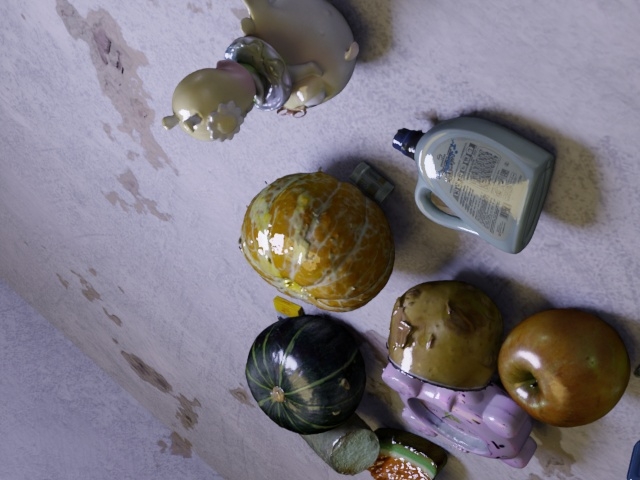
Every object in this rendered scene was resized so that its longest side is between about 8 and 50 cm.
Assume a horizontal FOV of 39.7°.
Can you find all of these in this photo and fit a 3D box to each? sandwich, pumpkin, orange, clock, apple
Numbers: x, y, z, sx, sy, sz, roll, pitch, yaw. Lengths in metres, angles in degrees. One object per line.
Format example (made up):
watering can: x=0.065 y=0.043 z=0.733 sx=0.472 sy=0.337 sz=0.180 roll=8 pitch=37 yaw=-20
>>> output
sandwich: x=0.244 y=0.667 z=2.401 sx=0.250 sy=0.162 sz=0.301 roll=3 pitch=91 yaw=41
pumpkin: x=-0.038 y=0.340 z=2.257 sx=0.323 sy=0.241 sz=0.323 roll=22 pitch=132 yaw=27
orange: x=0.000 y=0.000 z=1.802 sx=0.329 sy=0.249 sz=0.329 roll=21 pitch=166 yaw=6
clock: x=0.311 y=0.373 z=1.955 sx=0.322 sy=0.113 sz=0.295 roll=23 pitch=155 yaw=32
apple: x=0.459 y=0.235 z=1.662 sx=0.237 sy=0.207 sz=0.237 roll=37 pitch=140 yaw=40

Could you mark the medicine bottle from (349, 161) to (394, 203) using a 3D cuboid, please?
medicine bottle: x=0.103 y=-0.115 z=1.767 sx=0.083 sy=0.047 sz=0.047 roll=39 pitch=148 yaw=7

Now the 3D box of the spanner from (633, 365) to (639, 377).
spanner: x=0.660 y=0.211 z=1.558 sx=0.071 sy=0.017 sz=0.302 roll=41 pitch=148 yaw=2

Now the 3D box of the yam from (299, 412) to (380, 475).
yam: x=0.032 y=0.512 z=2.407 sx=0.268 sy=0.161 sz=0.161 roll=33 pitch=152 yaw=51

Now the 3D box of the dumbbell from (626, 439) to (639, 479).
dumbbell: x=0.741 y=0.456 z=1.635 sx=0.325 sy=0.160 sz=0.144 roll=3 pitch=99 yaw=45

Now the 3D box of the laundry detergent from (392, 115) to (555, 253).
laundry detergent: x=0.247 y=-0.111 z=1.535 sx=0.280 sy=0.105 sz=0.215 roll=25 pitch=128 yaw=25

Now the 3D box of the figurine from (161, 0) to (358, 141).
figurine: x=-0.115 y=-0.299 z=1.470 sx=0.227 sy=0.394 sz=0.274 roll=11 pitch=132 yaw=41

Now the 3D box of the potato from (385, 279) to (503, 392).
potato: x=0.263 y=0.171 z=1.795 sx=0.246 sy=0.196 sz=0.299 roll=20 pitch=-172 yaw=2

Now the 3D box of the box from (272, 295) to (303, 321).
box: x=-0.077 y=0.220 z=2.382 sx=0.087 sy=0.023 sz=0.155 roll=24 pitch=143 yaw=33
